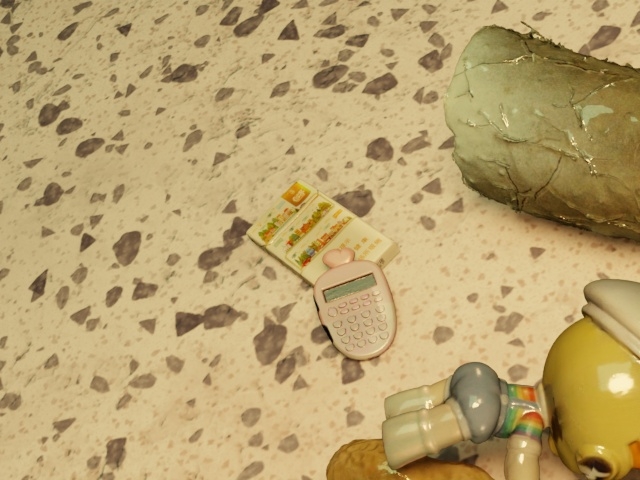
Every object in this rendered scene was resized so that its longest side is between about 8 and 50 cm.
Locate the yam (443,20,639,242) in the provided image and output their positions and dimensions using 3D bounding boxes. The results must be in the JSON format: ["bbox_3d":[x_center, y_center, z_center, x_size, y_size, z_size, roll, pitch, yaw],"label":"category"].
[{"bbox_3d":[0.344,-0.122,1.358,0.348,0.241,0.241,23,68,39],"label":"yam"}]

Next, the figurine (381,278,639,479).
[{"bbox_3d":[0.249,0.163,1.163,0.381,0.205,0.224,-17,19,-3],"label":"figurine"}]

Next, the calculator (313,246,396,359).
[{"bbox_3d":[0.045,0.083,1.487,0.103,0.024,0.166,-20,63,4],"label":"calculator"}]

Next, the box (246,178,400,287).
[{"bbox_3d":[0.000,0.000,1.600,0.122,0.032,0.220,-46,47,-10],"label":"box"}]

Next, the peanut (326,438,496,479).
[{"bbox_3d":[0.104,0.282,1.261,0.225,0.108,0.095,9,54,32],"label":"peanut"}]
